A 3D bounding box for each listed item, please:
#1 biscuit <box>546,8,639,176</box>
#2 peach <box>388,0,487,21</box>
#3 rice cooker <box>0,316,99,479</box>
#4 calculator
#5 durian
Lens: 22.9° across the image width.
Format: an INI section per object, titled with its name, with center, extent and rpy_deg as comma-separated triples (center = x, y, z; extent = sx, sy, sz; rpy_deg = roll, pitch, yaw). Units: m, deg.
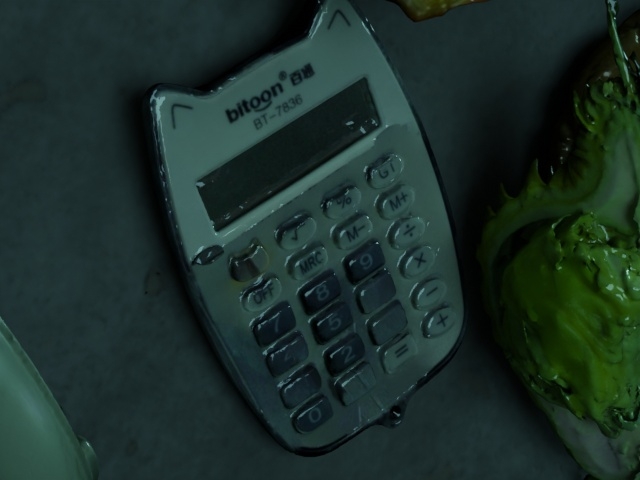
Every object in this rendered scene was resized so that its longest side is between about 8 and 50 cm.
[biscuit]
center = 0.235, -0.051, 1.050
extent = 0.226, 0.042, 0.226
rpy_deg = -6, 101, -30
[peach]
center = 0.102, -0.269, 0.792
extent = 0.281, 0.281, 0.338
rpy_deg = 43, 76, -30
[rice cooker]
center = -0.287, 0.099, 0.574
extent = 0.325, 0.335, 0.335
rpy_deg = -41, 117, -20
[calculator]
center = 0.000, 0.000, 0.909
extent = 0.177, 0.040, 0.268
rpy_deg = -33, 114, -24
[durian]
center = 0.160, 0.028, 0.948
extent = 0.106, 0.132, 0.375
rpy_deg = -15, 126, -13
